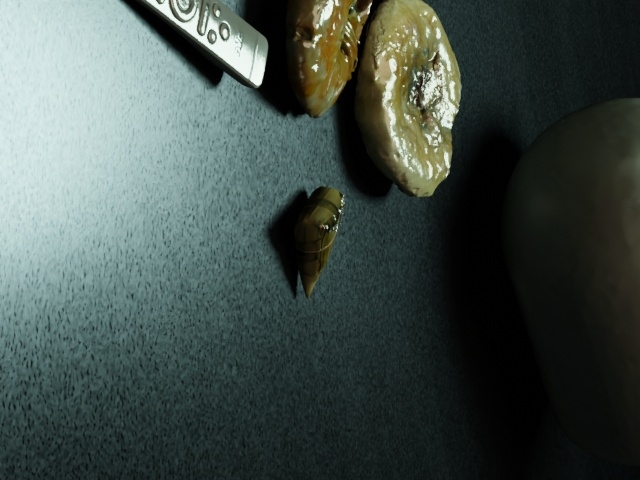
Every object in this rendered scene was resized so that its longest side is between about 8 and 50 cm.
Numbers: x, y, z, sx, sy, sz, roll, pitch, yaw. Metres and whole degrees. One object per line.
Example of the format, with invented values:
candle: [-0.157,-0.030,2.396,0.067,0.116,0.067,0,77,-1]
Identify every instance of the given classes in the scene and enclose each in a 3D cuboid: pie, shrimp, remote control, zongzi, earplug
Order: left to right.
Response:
remote control: [-0.102,-0.182,1.499,0.184,0.027,0.050,35,57,-53]
zongzi: [0.000,0.000,1.689,0.076,0.040,0.083,-61,153,-55]
shrimp: [0.025,-0.233,1.723,0.154,0.062,0.294,81,27,-44]
pie: [0.084,-0.155,1.844,0.185,0.052,0.218,45,48,-48]
earplug: [0.377,0.026,2.152,0.313,0.312,0.394,-62,140,-44]
